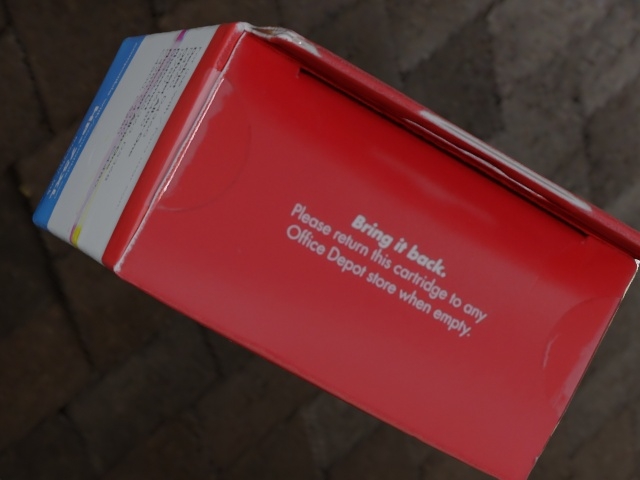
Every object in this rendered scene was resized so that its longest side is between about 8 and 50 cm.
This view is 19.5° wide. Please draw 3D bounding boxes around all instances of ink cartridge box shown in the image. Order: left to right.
[{"bbox_3d":[0.000,0.000,0.560,0.134,0.231,0.078,29,87,-15],"label":"ink cartridge box"}]
